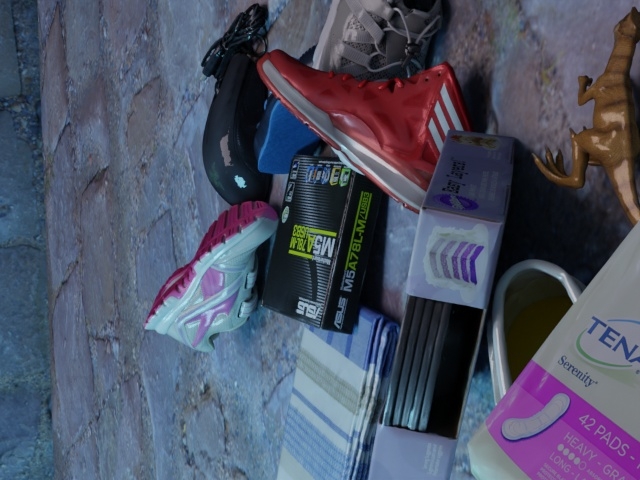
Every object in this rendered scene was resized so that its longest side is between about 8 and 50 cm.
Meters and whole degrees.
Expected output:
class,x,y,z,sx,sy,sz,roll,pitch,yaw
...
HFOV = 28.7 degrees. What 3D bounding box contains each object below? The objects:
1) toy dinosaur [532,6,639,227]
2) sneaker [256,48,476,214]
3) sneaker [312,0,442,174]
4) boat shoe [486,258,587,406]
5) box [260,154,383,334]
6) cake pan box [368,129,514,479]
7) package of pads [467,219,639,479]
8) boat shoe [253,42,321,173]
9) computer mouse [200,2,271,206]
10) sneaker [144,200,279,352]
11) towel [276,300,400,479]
class,x,y,z,sx,sy,sz,roll,pitch,yaw
toy dinosaur,0.213,-0.065,0.911,0.112,0.064,0.212,151,117,-62
sneaker,0.054,-0.135,1.171,0.128,0.221,0.087,-50,-9,7
sneaker,0.062,-0.200,1.215,0.115,0.105,0.281,13,105,59
boat shoe,0.183,0.171,0.826,0.156,0.135,0.367,48,-150,-55
box,0.000,0.000,1.387,0.190,0.045,0.184,14,90,67
cake pan box,0.101,0.057,1.013,0.267,0.070,0.246,-62,-19,-69
package of pads,0.236,0.069,0.634,0.296,0.101,0.229,-52,38,2
boat shoe,-0.031,-0.165,1.427,0.258,0.109,0.089,137,133,-56
computer mouse,-0.124,-0.166,1.680,0.188,0.072,0.272,143,125,-60
sneaker,-0.123,0.051,1.648,0.252,0.111,0.103,-47,15,31
towel,0.013,0.199,1.378,0.209,0.034,0.285,-155,74,-66
